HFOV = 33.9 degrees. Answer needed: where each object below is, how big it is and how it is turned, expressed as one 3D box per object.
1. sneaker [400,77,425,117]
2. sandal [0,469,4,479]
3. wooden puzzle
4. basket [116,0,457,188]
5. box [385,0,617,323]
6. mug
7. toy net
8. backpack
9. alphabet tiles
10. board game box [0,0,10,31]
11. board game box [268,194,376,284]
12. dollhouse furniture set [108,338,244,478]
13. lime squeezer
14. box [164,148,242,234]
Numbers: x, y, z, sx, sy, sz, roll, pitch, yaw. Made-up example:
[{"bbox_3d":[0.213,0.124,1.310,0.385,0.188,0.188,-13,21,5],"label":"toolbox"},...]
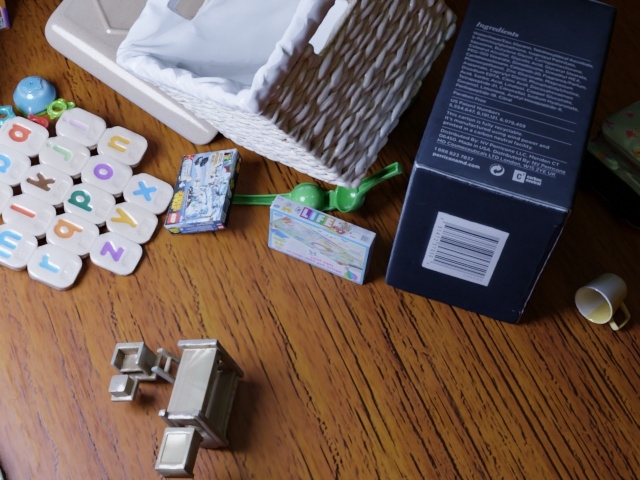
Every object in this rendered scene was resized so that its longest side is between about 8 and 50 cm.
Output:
[{"bbox_3d":[0.075,-0.364,1.763,0.202,0.185,0.483,-2,54,31],"label":"sneaker"},{"bbox_3d":[-0.462,0.276,1.306,0.120,0.086,0.303,-33,64,-24],"label":"sandal"},{"bbox_3d":[-0.218,-0.370,1.705,0.322,0.080,0.348,34,81,1],"label":"wooden puzzle"},{"bbox_3d":[-0.046,-0.290,1.488,0.331,0.266,0.328,25,80,43],"label":"basket"},{"bbox_3d":[0.259,-0.135,1.522,0.212,0.293,0.395,17,57,6],"label":"box"},{"bbox_3d":[0.418,0.086,1.538,0.062,0.078,0.064,14,38,44],"label":"mug"},{"bbox_3d":[-0.505,-0.177,1.636,0.232,0.045,0.122,-33,67,-22],"label":"toy net"},{"bbox_3d":[0.518,-0.137,1.640,0.188,0.144,0.166,-29,58,-26],"label":"backpack"},{"bbox_3d":[-0.375,-0.066,1.562,0.278,0.021,0.284,24,61,-2],"label":"alphabet tiles"},{"bbox_3d":[-0.745,-0.528,1.661,0.356,0.356,0.356,-21,61,-18],"label":"board game box"},{"bbox_3d":[0.000,0.000,1.522,0.154,0.103,0.026,22,57,9],"label":"board game box"},{"bbox_3d":[-0.205,0.235,1.375,0.161,0.101,0.182,-4,53,22],"label":"dollhouse furniture set"},{"bbox_3d":[-0.004,-0.065,1.576,0.310,0.110,0.059,-7,90,26],"label":"lime squeezer"},{"bbox_3d":[-0.175,-0.074,1.583,0.094,0.027,0.137,-5,53,21],"label":"box"}]
